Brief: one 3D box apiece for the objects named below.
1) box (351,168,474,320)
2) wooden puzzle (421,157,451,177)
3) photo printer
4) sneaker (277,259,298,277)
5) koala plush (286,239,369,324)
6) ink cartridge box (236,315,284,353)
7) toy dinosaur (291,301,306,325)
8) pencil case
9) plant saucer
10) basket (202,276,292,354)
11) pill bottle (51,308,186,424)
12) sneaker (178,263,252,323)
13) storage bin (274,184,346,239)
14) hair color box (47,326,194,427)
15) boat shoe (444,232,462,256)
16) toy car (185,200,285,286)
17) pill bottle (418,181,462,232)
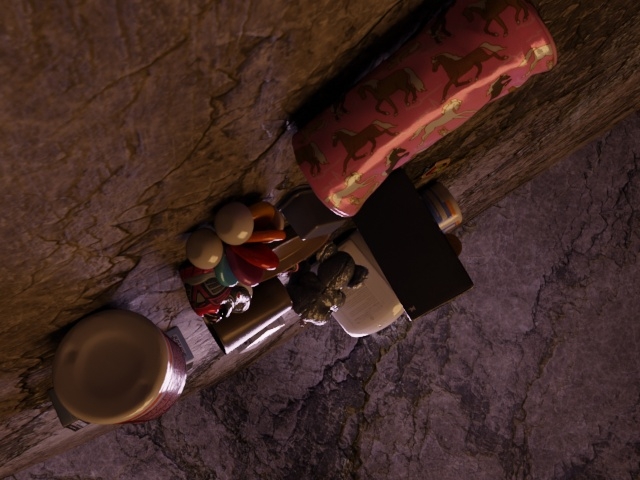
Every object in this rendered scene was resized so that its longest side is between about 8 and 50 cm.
[{"bbox_3d":[0.252,0.022,1.437,0.179,0.343,0.312,-32,168,12],"label":"box"},{"bbox_3d":[0.327,-0.203,1.502,0.116,0.014,0.078,-24,165,-28],"label":"wooden puzzle"},{"bbox_3d":[0.120,0.152,1.715,0.256,0.307,0.107,-39,-178,30],"label":"photo printer"},{"bbox_3d":[-0.103,0.078,1.538,0.057,0.047,0.119,-11,158,-27],"label":"sneaker"},{"bbox_3d":[0.024,0.119,1.570,0.221,0.196,0.203,-47,-176,23],"label":"koala plush"},{"bbox_3d":[-0.221,0.261,1.730,0.082,0.140,0.190,-15,159,-46],"label":"ink cartridge box"},{"bbox_3d":[-0.027,0.197,2.001,0.295,0.127,0.200,-32,162,-20],"label":"toy dinosaur"},{"bbox_3d":[0.139,-0.199,0.761,0.386,0.160,0.167,-37,-165,22],"label":"pencil case"},{"bbox_3d":[-0.099,0.031,1.360,0.277,0.041,0.278,-29,168,-7],"label":"plant saucer"},{"bbox_3d":[-0.208,0.194,1.503,0.226,0.154,0.204,-31,166,-19],"label":"basket"},{"bbox_3d":[-0.428,0.299,1.210,0.224,0.224,0.392,-28,166,-14],"label":"pill bottle"},{"bbox_3d":[-0.232,0.133,1.204,0.120,0.112,0.299,-18,163,7],"label":"sneaker"},{"bbox_3d":[-0.018,-0.054,1.104,0.098,0.091,0.135,-40,164,36],"label":"storage bin"},{"bbox_3d":[-0.563,0.402,1.546,0.374,0.114,0.185,-26,166,-23],"label":"hair color box"},{"bbox_3d":[0.314,0.084,1.798,0.342,0.123,0.123,-36,-179,9],"label":"boat shoe"},{"bbox_3d":[-0.140,0.016,0.980,0.182,0.136,0.159,-37,167,24],"label":"toy car"},{"bbox_3d":[0.295,-0.054,1.688,0.272,0.152,0.152,-30,167,1],"label":"pill bottle"}]
